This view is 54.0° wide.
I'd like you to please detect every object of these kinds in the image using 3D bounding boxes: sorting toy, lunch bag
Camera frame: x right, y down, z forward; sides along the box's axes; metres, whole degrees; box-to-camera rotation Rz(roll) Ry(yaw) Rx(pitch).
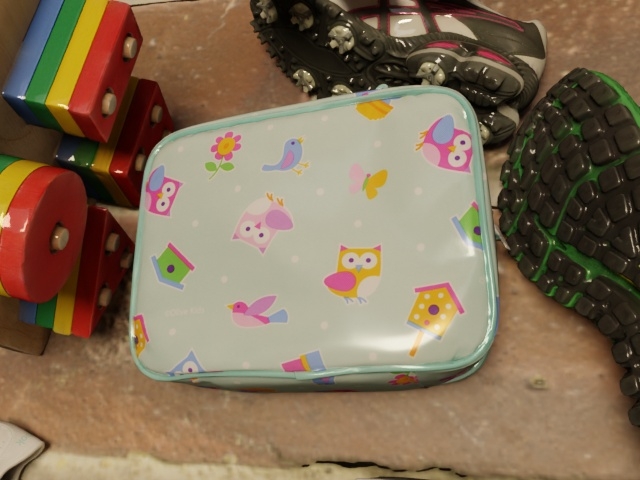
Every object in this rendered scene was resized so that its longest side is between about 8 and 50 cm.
[{"bbox_3d":[-0.198,-0.045,0.485,0.089,0.257,0.256,13,73,0],"label":"sorting toy"},{"bbox_3d":[0.000,0.000,0.482,0.279,0.108,0.224,-6,71,15],"label":"lunch bag"}]

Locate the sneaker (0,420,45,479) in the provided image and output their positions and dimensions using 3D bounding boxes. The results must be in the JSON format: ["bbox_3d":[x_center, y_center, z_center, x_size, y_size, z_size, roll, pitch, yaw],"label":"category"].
[{"bbox_3d":[-0.283,0.249,0.488,0.094,0.080,0.212,11,71,5],"label":"sneaker"}]

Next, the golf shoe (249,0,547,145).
[{"bbox_3d":[0.062,-0.177,0.558,0.272,0.105,0.120,27,60,17],"label":"golf shoe"}]

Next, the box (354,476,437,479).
[{"bbox_3d":[0.075,0.199,0.397,0.101,0.101,0.087,0,70,14],"label":"box"}]

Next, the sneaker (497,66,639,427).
[{"bbox_3d":[0.240,0.020,0.429,0.146,0.134,0.344,2,53,-29],"label":"sneaker"}]
